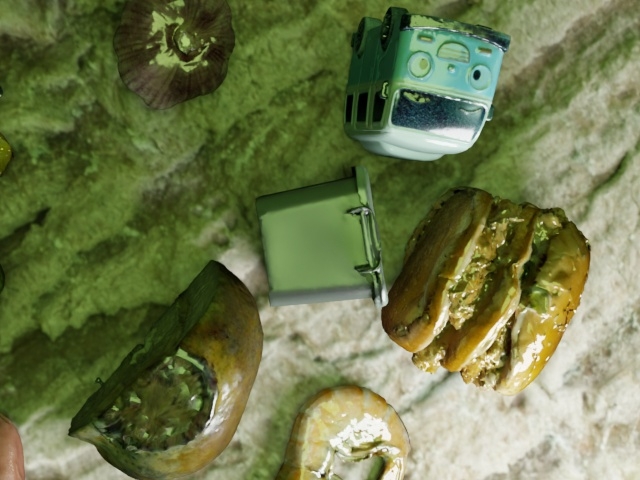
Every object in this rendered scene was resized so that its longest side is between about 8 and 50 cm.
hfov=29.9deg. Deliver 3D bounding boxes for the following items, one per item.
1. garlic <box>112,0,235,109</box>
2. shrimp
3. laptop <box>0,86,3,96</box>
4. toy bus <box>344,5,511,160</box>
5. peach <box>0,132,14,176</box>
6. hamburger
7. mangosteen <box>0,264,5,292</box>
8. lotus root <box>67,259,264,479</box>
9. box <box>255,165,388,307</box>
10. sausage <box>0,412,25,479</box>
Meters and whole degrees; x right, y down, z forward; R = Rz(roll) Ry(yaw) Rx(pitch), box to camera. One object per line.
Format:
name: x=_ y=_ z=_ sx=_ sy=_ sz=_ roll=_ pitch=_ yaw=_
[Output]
garlic: x=-0.172 y=-0.238 z=1.431 sx=0.147 sy=0.102 sz=0.159 roll=40 pitch=83 yaw=-9
shrimp: x=0.011 y=0.328 z=1.510 sx=0.169 sy=0.058 sz=0.296 roll=26 pitch=83 yaw=-13
laptop: x=-0.468 y=-0.221 z=1.389 sx=0.135 sy=0.016 sz=0.197 roll=-26 pitch=80 yaw=-11
toy bus: x=0.113 y=-0.177 z=1.407 sx=0.133 sy=0.271 sz=0.165 roll=10 pitch=93 yaw=-11
peach: x=-0.416 y=-0.106 z=1.405 sx=0.098 sy=0.098 sz=0.061 roll=-24 pitch=52 yaw=-10
hamburger: x=0.211 y=0.047 z=1.461 sx=0.211 sy=0.245 sz=0.260 roll=28 pitch=47 yaw=-2
mangosteen: x=-0.473 y=0.059 z=1.330 sx=0.243 sy=0.243 sz=0.243 roll=0 pitch=92 yaw=-12
lotus root: x=-0.148 y=0.164 z=1.365 sx=0.149 sy=0.260 sz=0.267 roll=41 pitch=83 yaw=-10
box: x=0.000 y=0.000 z=1.413 sx=0.135 sy=0.243 sz=0.163 roll=-9 pitch=94 yaw=1
sausage: x=-0.375 y=0.404 z=1.344 sx=0.087 sy=0.088 sz=0.433 roll=2 pitch=64 yaw=-12
